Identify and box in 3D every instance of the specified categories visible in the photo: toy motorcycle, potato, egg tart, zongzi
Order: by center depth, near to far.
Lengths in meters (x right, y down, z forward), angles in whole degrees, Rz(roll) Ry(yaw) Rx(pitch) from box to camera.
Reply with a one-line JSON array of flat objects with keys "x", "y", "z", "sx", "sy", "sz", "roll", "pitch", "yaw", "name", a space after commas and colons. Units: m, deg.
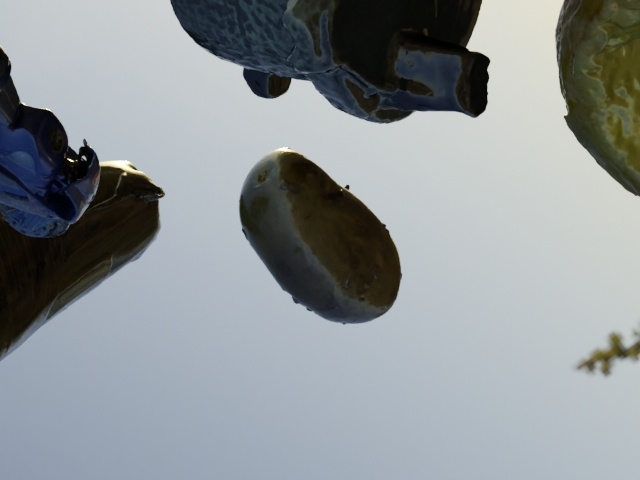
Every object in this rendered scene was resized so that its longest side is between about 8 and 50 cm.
[{"x": -0.228, "y": -0.069, "z": 1.016, "sx": 0.205, "sy": 0.114, "sz": 0.076, "roll": 56, "pitch": -144, "yaw": -43, "name": "toy motorcycle"}, {"x": 0.373, "y": -0.162, "z": 1.326, "sx": 0.315, "sy": 0.315, "sz": 0.120, "roll": 52, "pitch": -131, "yaw": -1, "name": "egg tart"}, {"x": 0.000, "y": 0.000, "z": 1.817, "sx": 0.262, "sy": 0.165, "sz": 0.165, "roll": 50, "pitch": -162, "yaw": -8, "name": "potato"}, {"x": -0.367, "y": 0.051, "z": 1.931, "sx": 0.432, "sy": 0.403, "sz": 0.208, "roll": -131, "pitch": 35, "yaw": -51, "name": "zongzi"}]

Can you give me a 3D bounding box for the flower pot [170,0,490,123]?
[{"x": 0.028, "y": -0.241, "z": 1.242, "sx": 0.282, "sy": 0.299, "sz": 0.299, "roll": 16, "pitch": 180, "yaw": 29, "name": "flower pot"}]
